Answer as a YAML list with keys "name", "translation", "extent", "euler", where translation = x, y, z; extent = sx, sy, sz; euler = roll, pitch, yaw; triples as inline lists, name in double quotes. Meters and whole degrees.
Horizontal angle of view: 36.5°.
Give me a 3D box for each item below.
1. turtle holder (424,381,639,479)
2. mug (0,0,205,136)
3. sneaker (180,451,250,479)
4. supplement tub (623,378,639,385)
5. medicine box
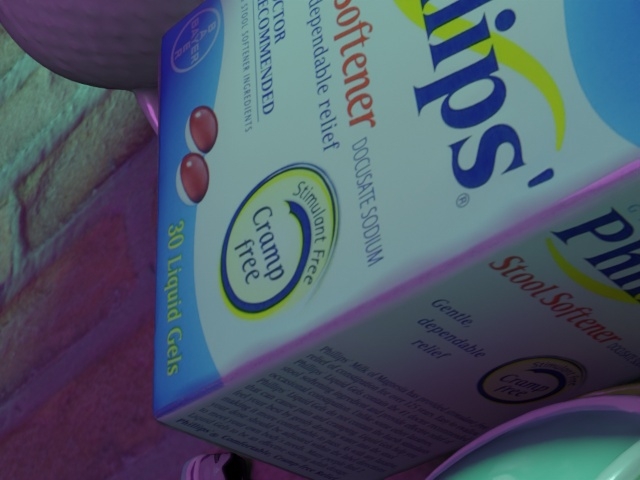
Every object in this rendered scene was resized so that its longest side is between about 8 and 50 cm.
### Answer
- name: "turtle holder"
  translation: [0.139, 0.172, 0.325]
  extent: [0.320, 0.227, 0.243]
  euler: [-6, 86, 36]
- name: "mug"
  translation: [-0.094, -0.217, 0.744]
  extent: [0.328, 0.276, 0.374]
  euler: [-24, 87, 44]
- name: "sneaker"
  translation: [-0.068, 0.193, 0.676]
  extent: [0.069, 0.038, 0.098]
  euler: [-23, 58, 36]
- name: "supplement tub"
  translation: [0.188, 0.049, 0.475]
  extent: [0.107, 0.071, 0.071]
  euler: [0, 73, 43]
- name: "medicine box"
  translation: [0.062, -0.053, 0.494]
  extent: [0.289, 0.149, 0.264]
  euler: [-31, 48, 31]
